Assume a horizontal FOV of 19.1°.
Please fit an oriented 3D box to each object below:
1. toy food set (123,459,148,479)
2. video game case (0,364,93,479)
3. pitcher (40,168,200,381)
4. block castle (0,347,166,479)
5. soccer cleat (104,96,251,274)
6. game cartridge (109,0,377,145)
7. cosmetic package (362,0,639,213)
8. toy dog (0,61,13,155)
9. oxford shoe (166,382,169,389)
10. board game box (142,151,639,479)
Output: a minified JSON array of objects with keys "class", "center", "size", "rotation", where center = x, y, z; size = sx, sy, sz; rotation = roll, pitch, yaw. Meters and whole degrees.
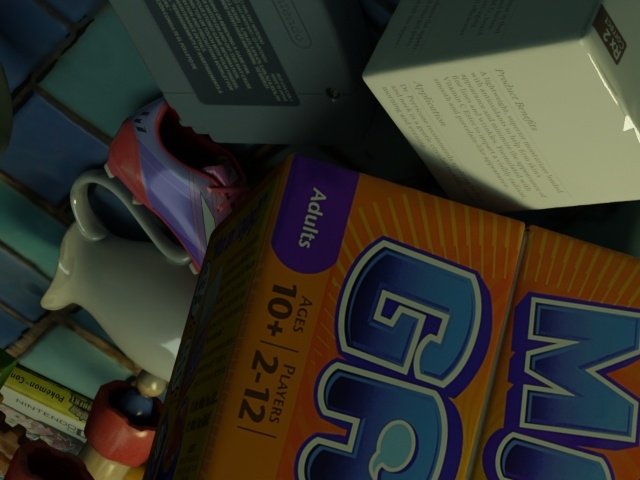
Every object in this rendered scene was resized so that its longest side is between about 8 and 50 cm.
[{"class":"toy food set","center":[-0.172,0.289,2.076],"size":[0.104,0.111,0.232],"rotation":[30,147,2]},{"class":"video game case","center":[-0.305,0.254,2.250],"size":[0.248,0.035,0.275],"rotation":[25,146,1]},{"class":"pitcher","center":[-0.156,0.036,1.796],"size":[0.207,0.125,0.178],"rotation":[27,133,20]},{"class":"block castle","center":[-0.385,0.119,1.837],"size":[0.453,0.303,0.213],"rotation":[35,107,5]},{"class":"soccer cleat","center":[-0.082,-0.019,1.671],"size":[0.248,0.083,0.095],"rotation":[46,127,-5]},{"class":"game cartridge","center":[-0.072,-0.192,1.479],"size":[0.198,0.062,0.297],"rotation":[0,138,28]},{"class":"cosmetic package","center":[0.160,-0.126,1.320],"size":[0.184,0.151,0.151],"rotation":[-5,136,39]},{"class":"toy dog","center":[-0.530,-0.157,1.577],"size":[0.408,0.284,0.395],"rotation":[-9,113,21]},{"class":"oxford shoe","center":[-0.060,0.241,1.980],"size":[0.123,0.130,0.348],"rotation":[-8,133,42]},{"class":"board game box","center":[0.064,0.179,1.464],"size":[0.356,0.356,0.356],"rotation":[16,169,-9]}]
